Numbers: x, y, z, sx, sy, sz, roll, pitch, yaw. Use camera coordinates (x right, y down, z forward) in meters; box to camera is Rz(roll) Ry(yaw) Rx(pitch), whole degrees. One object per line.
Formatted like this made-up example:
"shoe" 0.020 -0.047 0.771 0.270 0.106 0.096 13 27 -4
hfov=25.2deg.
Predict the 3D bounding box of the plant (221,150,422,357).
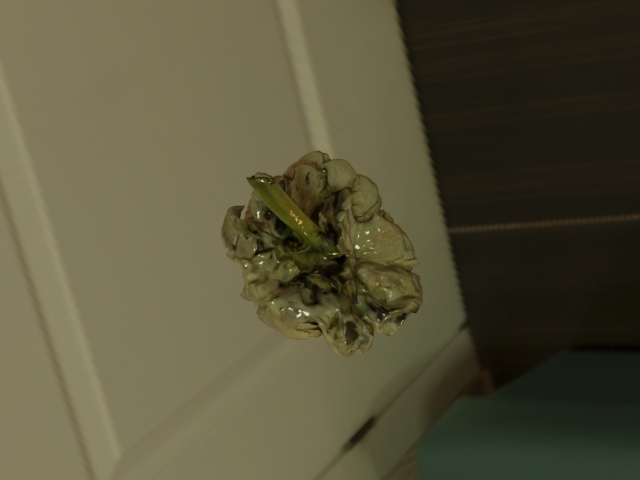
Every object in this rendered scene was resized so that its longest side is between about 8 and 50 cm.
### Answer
"plant" 0.000 0.000 0.781 0.116 0.104 0.122 36 169 20
